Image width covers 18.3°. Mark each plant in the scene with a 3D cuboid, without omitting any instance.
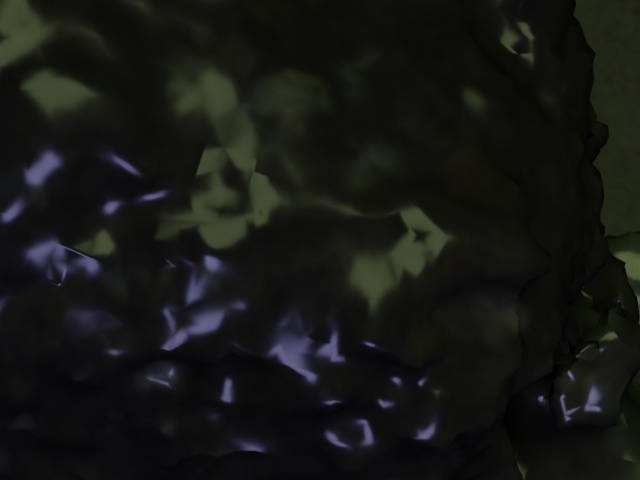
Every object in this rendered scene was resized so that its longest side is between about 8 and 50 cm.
[{"bbox_3d":[0.000,0.000,0.572,0.312,0.213,0.215,21,53,-15],"label":"plant"}]
